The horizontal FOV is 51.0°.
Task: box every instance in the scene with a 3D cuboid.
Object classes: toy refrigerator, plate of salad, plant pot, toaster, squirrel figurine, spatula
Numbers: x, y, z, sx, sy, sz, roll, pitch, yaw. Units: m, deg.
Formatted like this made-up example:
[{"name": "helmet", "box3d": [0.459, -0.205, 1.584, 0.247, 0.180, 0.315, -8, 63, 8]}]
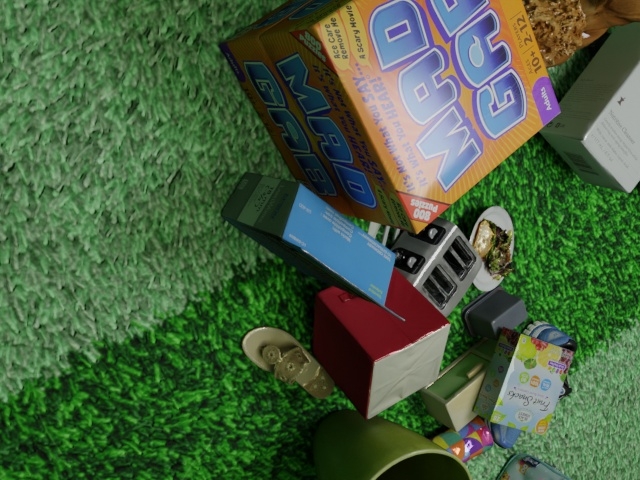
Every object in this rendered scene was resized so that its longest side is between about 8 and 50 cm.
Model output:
[{"name": "toy refrigerator", "box3d": [0.369, 0.315, 1.572, 0.270, 0.102, 0.094, -32, 114, -20]}, {"name": "plate of salad", "box3d": [0.402, 0.021, 1.543, 0.200, 0.048, 0.199, -10, 104, -45]}, {"name": "plant pot", "box3d": [0.103, 0.462, 1.330, 0.275, 0.293, 0.274, -7, 108, -24]}, {"name": "toaster", "box3d": [0.237, 0.059, 1.432, 0.168, 0.110, 0.185, -52, 127, -12]}, {"name": "squirrel figurine", "box3d": [0.495, -0.451, 1.333, 0.397, 0.370, 0.281, -38, 116, -18]}, {"name": "spatula", "box3d": [0.137, -0.029, 1.321, 0.168, 0.019, 0.242, -48, 159, -31]}]

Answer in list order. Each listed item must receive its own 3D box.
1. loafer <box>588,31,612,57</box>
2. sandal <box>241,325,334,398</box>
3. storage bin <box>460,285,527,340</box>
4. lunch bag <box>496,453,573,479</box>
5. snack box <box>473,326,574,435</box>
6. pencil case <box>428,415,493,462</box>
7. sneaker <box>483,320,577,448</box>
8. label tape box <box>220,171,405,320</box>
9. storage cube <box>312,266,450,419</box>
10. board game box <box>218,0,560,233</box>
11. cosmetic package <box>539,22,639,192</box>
[{"name": "loafer", "box3d": [0.746, -0.460, 1.645, 0.223, 0.078, 0.076, 12, 93, -31]}, {"name": "sandal", "box3d": [-0.046, 0.251, 1.335, 0.240, 0.079, 0.088, 40, 79, -29]}, {"name": "storage bin", "box3d": [0.416, 0.181, 1.579, 0.135, 0.091, 0.098, -31, 114, -20]}, {"name": "lunch bag", "box3d": [0.524, 0.681, 1.663, 0.108, 0.224, 0.279, 41, 80, -30]}, {"name": "snack box", "box3d": [0.461, 0.320, 1.519, 0.175, 0.070, 0.207, 19, 91, -25]}, {"name": "pencil case", "box3d": [0.289, 0.495, 1.568, 0.236, 0.104, 0.104, -19, 109, -23]}, {"name": "sneaker", "box3d": [0.517, 0.360, 1.640, 0.130, 0.147, 0.330, 31, 85, -31]}, {"name": "label tape box", "box3d": [0.000, 0.000, 1.162, 0.241, 0.334, 0.106, 35, 82, -30]}, {"name": "storage cube", "box3d": [0.113, 0.194, 1.313, 0.184, 0.193, 0.215, -22, 137, -25]}, {"name": "board game box", "box3d": [0.114, -0.281, 1.160, 0.356, 0.356, 0.356, -39, 117, -18]}, {"name": "cosmetic package", "box3d": [0.714, -0.328, 1.539, 0.217, 0.156, 0.385, 36, 90, -28]}]
